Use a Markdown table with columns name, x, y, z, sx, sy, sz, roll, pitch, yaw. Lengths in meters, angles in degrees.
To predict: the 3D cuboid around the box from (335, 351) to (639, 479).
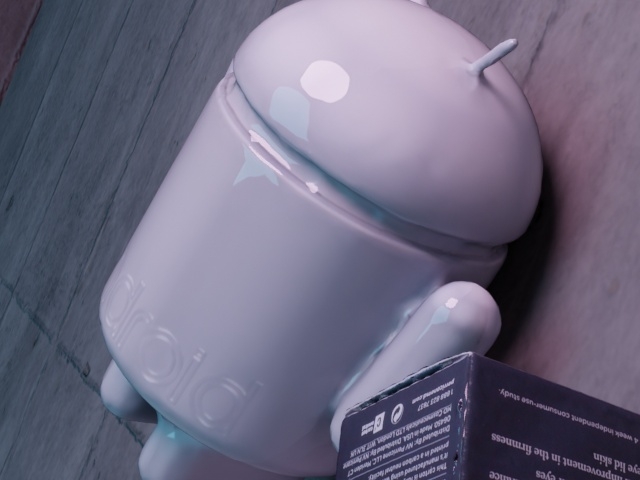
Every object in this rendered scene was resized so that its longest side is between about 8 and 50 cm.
| name | x | y | z | sx | sy | sz | roll | pitch | yaw |
| --- | --- | --- | --- | --- | --- | --- | --- | --- | --- |
| box | 0.087 | 0.175 | 0.670 | 0.108 | 0.153 | 0.207 | -34 | 40 | 52 |

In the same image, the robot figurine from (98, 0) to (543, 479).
| name | x | y | z | sx | sy | sz | roll | pitch | yaw |
| --- | --- | --- | --- | --- | --- | --- | --- | --- | --- |
| robot figurine | 0.000 | 0.000 | 0.938 | 0.353 | 0.200 | 0.300 | -59 | 46 | 21 |
